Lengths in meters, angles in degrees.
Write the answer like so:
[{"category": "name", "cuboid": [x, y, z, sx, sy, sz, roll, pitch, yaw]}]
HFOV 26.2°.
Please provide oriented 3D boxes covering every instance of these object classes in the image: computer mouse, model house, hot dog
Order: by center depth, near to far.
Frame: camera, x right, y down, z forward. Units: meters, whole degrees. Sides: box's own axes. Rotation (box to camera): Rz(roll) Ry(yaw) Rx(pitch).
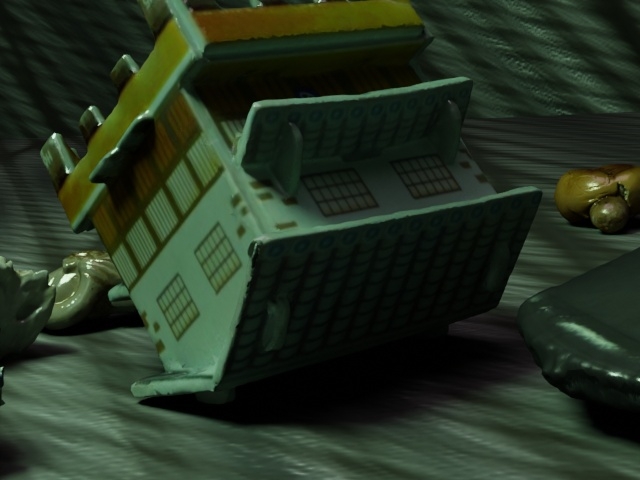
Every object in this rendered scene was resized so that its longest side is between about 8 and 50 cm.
[{"category": "computer mouse", "cuboid": [0.247, 0.037, 0.693, 0.295, 0.087, 0.168, -20, 19, -13]}, {"category": "model house", "cuboid": [-0.022, -0.029, 0.813, 0.224, 0.215, 0.198, -12, -28, -42]}, {"category": "hot dog", "cuboid": [0.268, -0.040, 1.286, 0.090, 0.060, 0.140, -9, 2, -6]}]

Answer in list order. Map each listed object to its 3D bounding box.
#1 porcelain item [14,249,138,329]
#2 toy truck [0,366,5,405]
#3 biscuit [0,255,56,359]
[{"category": "porcelain item", "cuboid": [-0.166, 0.035, 1.007, 0.213, 0.054, 0.084, -7, 7, -8]}, {"category": "toy truck", "cuboid": [-0.235, 0.050, 0.722, 0.074, 0.088, 0.202, -13, 26, -42]}, {"category": "biscuit", "cuboid": [-0.329, 0.021, 0.890, 0.281, 0.084, 0.179, 18, -11, -30]}]
